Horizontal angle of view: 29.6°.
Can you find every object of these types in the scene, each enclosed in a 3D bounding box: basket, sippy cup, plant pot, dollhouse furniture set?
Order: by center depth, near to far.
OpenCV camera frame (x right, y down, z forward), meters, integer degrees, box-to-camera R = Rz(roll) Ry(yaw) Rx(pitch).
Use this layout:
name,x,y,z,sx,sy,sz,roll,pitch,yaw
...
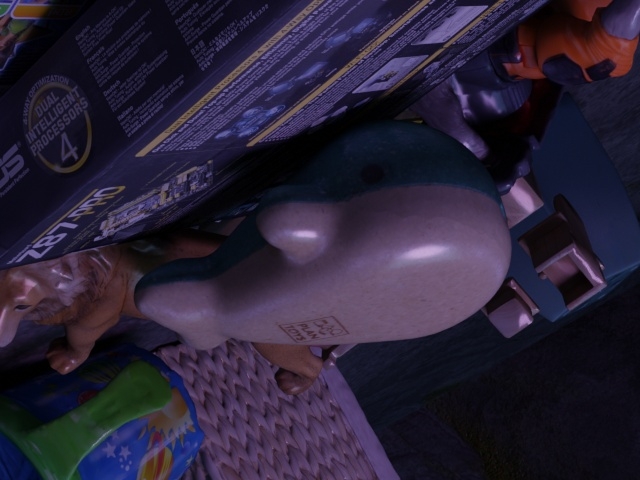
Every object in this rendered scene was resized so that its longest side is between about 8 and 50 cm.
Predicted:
name,x,y,z,sx,sy,sz,roll,pitch,yaw
dollhouse furniture set,0.056,0.008,1.244,0.355,0.303,0.174,-37,-162,18
sippy cup,-0.261,0.233,1.346,0.305,0.240,0.224,4,-154,43
plant pot,0.282,-0.030,1.518,0.165,0.234,0.166,-19,159,-36
basket,-0.118,0.324,1.632,0.266,0.331,0.328,-12,153,-44

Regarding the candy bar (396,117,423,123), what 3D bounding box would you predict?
name,x,y,z,sx,sy,sz,roll,pitch,yaw
candy bar,0.091,-0.096,1.089,0.161,0.040,0.018,-6,-154,5

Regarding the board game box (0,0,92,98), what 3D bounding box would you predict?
name,x,y,z,sx,sy,sz,roll,pitch,yaw
board game box,-0.234,-0.124,0.691,0.201,0.035,0.136,-10,152,-51

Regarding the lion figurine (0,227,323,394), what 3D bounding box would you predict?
name,x,y,z,sx,sy,sz,roll,pitch,yaw
lion figurine,-0.119,0.037,1.026,0.392,0.142,0.240,0,156,-21

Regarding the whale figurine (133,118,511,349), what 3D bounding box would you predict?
name,x,y,z,sx,sy,sz,roll,pitch,yaw
whale figurine,0.000,0.000,0.891,0.272,0.141,0.216,-16,153,16

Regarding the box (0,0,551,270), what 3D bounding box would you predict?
name,x,y,z,sx,sy,sz,roll,pitch,yaw
box,-0.021,-0.125,0.812,0.395,0.097,0.318,-34,171,36

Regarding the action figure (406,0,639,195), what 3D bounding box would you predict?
name,x,y,z,sx,sy,sz,roll,pitch,yaw
action figure,0.172,-0.196,0.998,0.330,0.178,0.341,-19,-149,33
